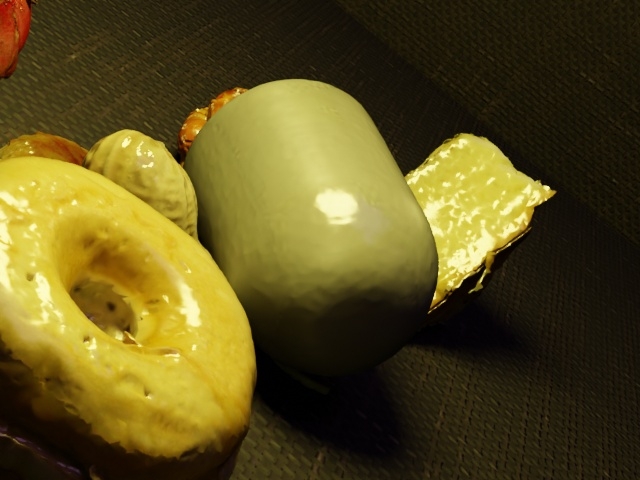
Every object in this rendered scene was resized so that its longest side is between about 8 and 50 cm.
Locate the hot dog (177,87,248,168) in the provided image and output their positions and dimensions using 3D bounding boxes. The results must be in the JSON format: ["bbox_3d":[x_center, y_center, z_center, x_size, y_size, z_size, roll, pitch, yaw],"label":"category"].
[{"bbox_3d":[-0.147,-0.162,2.118,0.153,0.150,0.256,55,25,12],"label":"hot dog"}]

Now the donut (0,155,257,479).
[{"bbox_3d":[-0.253,0.095,1.342,0.449,0.198,0.449,32,34,-25],"label":"donut"}]

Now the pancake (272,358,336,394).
[{"bbox_3d":[-0.029,0.171,1.832,0.116,0.023,0.129,28,21,-27],"label":"pancake"}]

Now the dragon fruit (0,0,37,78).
[{"bbox_3d":[-0.515,-0.308,1.633,0.296,0.295,0.302,49,-2,22],"label":"dragon fruit"}]

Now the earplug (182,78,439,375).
[{"bbox_3d":[0.000,0.000,1.788,0.312,0.313,0.394,24,24,-34],"label":"earplug"}]

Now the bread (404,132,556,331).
[{"bbox_3d":[0.184,-0.003,2.146,0.248,0.315,0.279,44,32,15],"label":"bread"}]

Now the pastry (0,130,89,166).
[{"bbox_3d":[-0.341,-0.059,1.678,0.182,0.093,0.192,45,22,5],"label":"pastry"}]

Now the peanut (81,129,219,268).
[{"bbox_3d":[-0.207,0.001,1.616,0.325,0.140,0.153,68,32,-41],"label":"peanut"}]
